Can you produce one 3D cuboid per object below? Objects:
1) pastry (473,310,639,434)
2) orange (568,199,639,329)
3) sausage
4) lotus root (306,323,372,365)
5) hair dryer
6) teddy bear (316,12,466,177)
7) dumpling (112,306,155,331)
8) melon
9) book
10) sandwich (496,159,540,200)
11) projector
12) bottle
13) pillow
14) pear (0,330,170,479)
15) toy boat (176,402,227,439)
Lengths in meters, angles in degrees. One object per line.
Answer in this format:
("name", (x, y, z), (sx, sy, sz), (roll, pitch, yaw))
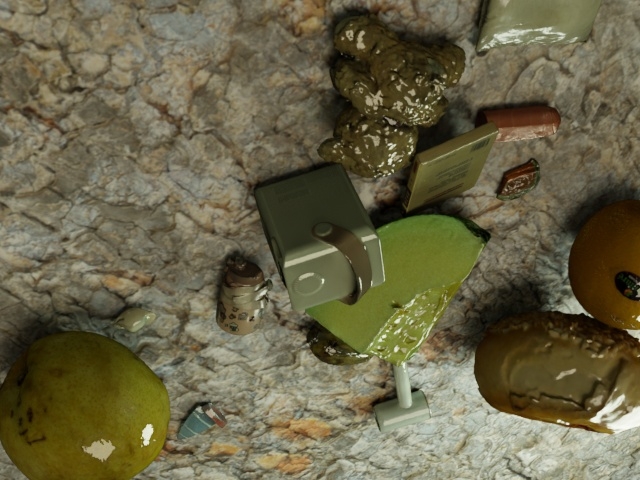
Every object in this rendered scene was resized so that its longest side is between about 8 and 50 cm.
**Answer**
("pastry", (0.544, 0.286, 2.054), (0.409, 0.245, 0.409), (11, 169, 2))
("orange", (0.653, 0.050, 1.931), (0.274, 0.274, 0.274), (-12, 135, -12))
("sausage", (0.374, -0.215, 1.706), (0.169, 0.065, 0.065), (-7, 134, -13))
("lotus root", (0.043, 0.223, 1.969), (0.179, 0.089, 0.080), (17, 160, -36))
("hair dryer", (0.184, 0.351, 2.161), (0.131, 0.073, 0.236), (-15, 133, -7))
("teddy bear", (0.112, -0.219, 1.532), (0.267, 0.156, 0.256), (8, 129, -30))
("dumpling", (-0.356, 0.154, 1.773), (0.077, 0.043, 0.059), (-37, 153, -8))
("melon", (0.185, 0.087, 1.817), (0.331, 0.226, 0.343), (33, 102, -29))
("book", (0.231, -0.125, 1.679), (0.161, 0.026, 0.231), (-24, 160, -12))
("sandwich", (0.392, -0.113, 1.835), (0.101, 0.026, 0.069), (-26, 137, 4))
("projector", (0.000, 0.000, 1.629), (0.177, 0.242, 0.163), (-19, 138, -6))
("bottle", (-0.147, 0.101, 1.771), (0.098, 0.099, 0.152), (-2, 128, -21))
("pillow", (0.374, -0.388, 1.555), (0.229, 0.050, 0.148), (-6, 140, -17))
("pear", (-0.442, 0.307, 1.703), (0.303, 0.304, 0.304), (-12, 135, -12))
("toy boat", (-0.278, 0.410, 2.050), (0.122, 0.034, 0.096), (-29, 130, 8))
